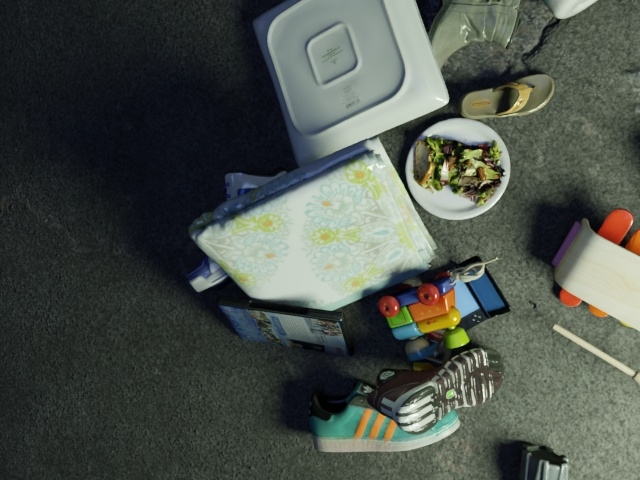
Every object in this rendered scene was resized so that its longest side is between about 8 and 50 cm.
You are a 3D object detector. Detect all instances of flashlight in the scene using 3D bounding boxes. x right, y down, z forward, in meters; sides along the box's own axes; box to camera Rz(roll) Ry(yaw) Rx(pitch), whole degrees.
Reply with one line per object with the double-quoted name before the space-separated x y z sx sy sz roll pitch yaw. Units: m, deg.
"flashlight" 0.410 0.548 1.054 0.103 0.103 0.304 7 94 16

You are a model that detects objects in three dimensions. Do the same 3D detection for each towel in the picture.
"towel" 0.000 0.000 1.058 0.375 0.320 0.090 -24 42 12

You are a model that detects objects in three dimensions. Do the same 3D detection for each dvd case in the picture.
"dvd case" -0.065 0.173 1.142 0.253 0.180 0.022 6 59 15

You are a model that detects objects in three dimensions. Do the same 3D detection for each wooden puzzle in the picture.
"wooden puzzle" 0.227 0.210 1.139 0.079 0.014 0.116 9 93 14

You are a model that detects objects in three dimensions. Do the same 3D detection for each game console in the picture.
"game console" 0.284 0.105 1.091 0.107 0.071 0.122 -30 83 6

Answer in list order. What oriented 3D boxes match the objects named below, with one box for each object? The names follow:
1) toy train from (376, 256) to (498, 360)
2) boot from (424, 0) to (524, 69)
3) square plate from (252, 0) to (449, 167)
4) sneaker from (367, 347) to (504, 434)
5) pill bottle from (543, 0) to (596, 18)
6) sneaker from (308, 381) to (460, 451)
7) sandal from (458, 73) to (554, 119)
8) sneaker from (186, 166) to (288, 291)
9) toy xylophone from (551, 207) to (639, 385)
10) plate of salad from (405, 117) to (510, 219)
"toy train" 0.239 0.134 1.057 0.248 0.105 0.143 -23 89 35
"boot" 0.289 -0.391 1.078 0.161 0.083 0.246 19 98 8
"square plate" 0.037 -0.361 1.116 0.347 0.049 0.344 -20 85 30
"sneaker" 0.205 0.259 1.072 0.163 0.281 0.106 5 103 54
"pill bottle" 0.412 -0.541 1.004 0.146 0.146 0.264 -33 83 13
"sneaker" 0.116 0.340 1.124 0.302 0.108 0.121 -11 93 16
"sandal" 0.353 -0.270 1.071 0.180 0.049 0.072 -10 89 5
"sneaker" -0.160 -0.043 1.189 0.315 0.127 0.182 -39 78 6
"toy xylophone" 0.546 0.107 0.985 0.323 0.081 0.236 40 121 19
"plate of salad" 0.265 -0.140 1.104 0.200 0.048 0.199 0 91 15
